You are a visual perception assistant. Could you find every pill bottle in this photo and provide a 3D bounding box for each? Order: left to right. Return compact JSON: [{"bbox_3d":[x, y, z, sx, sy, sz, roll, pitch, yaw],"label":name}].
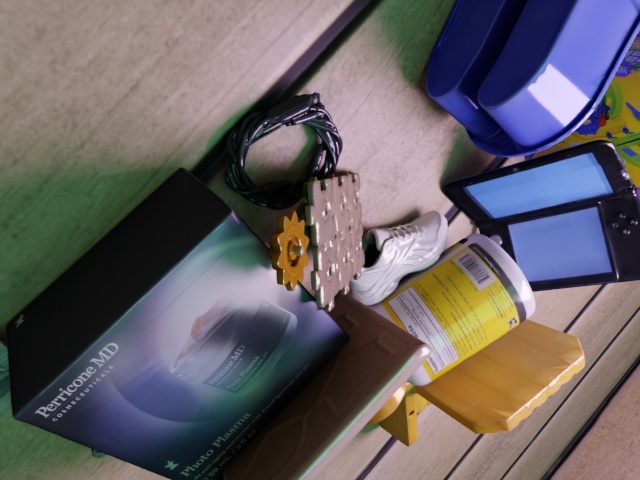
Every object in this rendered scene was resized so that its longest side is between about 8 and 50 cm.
[{"bbox_3d":[0.206,0.148,0.868,0.334,0.188,0.188,-33,130,0],"label":"pill bottle"}]

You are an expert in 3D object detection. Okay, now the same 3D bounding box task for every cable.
[{"bbox_3d":[-0.053,-0.117,0.658,0.185,0.047,0.150,-35,134,-19],"label":"cable"}]

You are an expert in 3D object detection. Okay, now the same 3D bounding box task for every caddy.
[{"bbox_3d":[0.325,-0.299,0.700,0.179,0.241,0.341,17,103,-36],"label":"caddy"}]

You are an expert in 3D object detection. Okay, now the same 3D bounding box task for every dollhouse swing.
[{"bbox_3d":[0.346,0.326,1.005,0.347,0.305,0.315,-27,127,-23],"label":"dollhouse swing"}]

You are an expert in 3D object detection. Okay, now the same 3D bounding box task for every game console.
[{"bbox_3d":[0.414,-0.021,0.857,0.173,0.293,0.250,-10,87,-49],"label":"game console"}]

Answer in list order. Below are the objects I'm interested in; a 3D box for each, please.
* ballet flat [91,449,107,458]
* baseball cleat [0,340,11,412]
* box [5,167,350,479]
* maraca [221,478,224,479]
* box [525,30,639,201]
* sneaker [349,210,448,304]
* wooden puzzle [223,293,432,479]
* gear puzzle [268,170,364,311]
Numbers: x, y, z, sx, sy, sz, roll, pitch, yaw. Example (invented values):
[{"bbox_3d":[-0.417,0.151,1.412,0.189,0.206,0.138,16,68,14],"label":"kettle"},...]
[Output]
[{"bbox_3d":[-0.289,0.290,0.704,0.114,0.041,0.041,-16,122,-30],"label":"ballet flat"},{"bbox_3d":[-0.411,0.147,0.484,0.206,0.072,0.109,48,55,-77],"label":"baseball cleat"},{"bbox_3d":[-0.169,0.123,0.607,0.296,0.183,0.294,-45,130,-8],"label":"box"},{"bbox_3d":[-0.134,0.466,0.874,0.186,0.099,0.127,-17,125,3],"label":"maraca"},{"bbox_3d":[0.556,-0.244,0.860,0.177,0.290,0.279,-37,131,-14],"label":"box"},{"bbox_3d":[0.136,0.011,0.830,0.232,0.090,0.115,-40,127,-13],"label":"sneaker"},{"bbox_3d":[-0.010,0.239,0.688,0.322,0.348,0.080,-44,103,-8],"label":"wooden puzzle"},{"bbox_3d":[0.000,0.000,0.626,0.339,0.044,0.175,-30,118,-69],"label":"gear puzzle"}]
